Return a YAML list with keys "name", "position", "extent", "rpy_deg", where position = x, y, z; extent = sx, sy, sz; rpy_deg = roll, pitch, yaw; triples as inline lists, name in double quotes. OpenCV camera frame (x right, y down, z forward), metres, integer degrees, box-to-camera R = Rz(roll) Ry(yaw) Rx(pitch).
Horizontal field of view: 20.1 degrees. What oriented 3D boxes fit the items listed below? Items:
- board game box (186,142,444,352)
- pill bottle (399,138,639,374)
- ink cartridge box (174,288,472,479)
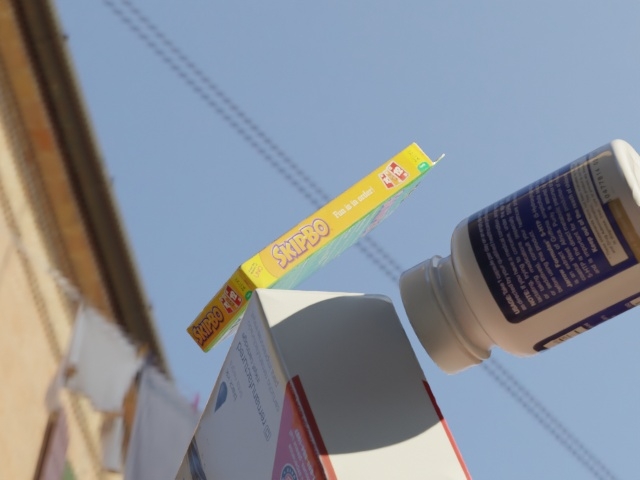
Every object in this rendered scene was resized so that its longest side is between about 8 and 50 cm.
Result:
- name: "board game box"
  position: [0.000, 0.000, 1.585]
  extent: [0.039, 0.259, 0.124]
  rpy_deg: [51, -38, 7]
- name: "pill bottle"
  position: [0.155, 0.018, 1.270]
  extent: [0.187, 0.112, 0.112]
  rpy_deg: [-28, -60, 18]
- name: "ink cartridge box"
  position: [-0.016, 0.199, 1.293]
  extent: [0.114, 0.197, 0.273]
  rpy_deg: [4, -50, -25]
